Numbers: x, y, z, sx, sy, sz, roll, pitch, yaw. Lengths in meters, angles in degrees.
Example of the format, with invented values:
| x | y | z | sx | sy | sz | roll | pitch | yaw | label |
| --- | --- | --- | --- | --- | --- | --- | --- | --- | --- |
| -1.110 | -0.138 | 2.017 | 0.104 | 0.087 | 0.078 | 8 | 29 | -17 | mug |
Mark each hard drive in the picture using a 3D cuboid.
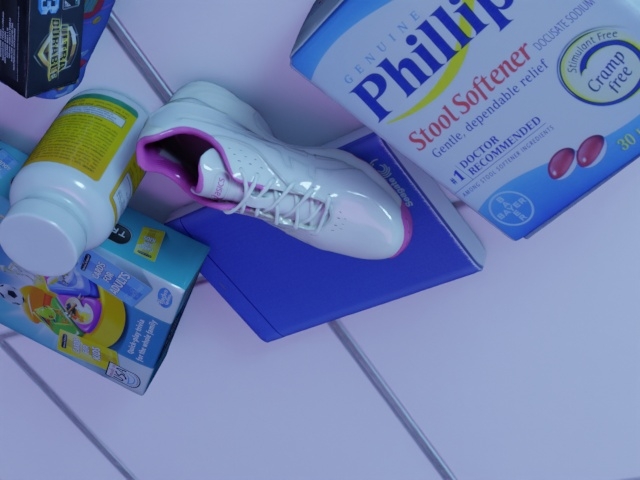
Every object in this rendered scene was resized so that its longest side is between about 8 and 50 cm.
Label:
| x | y | z | sx | sy | sz | roll | pitch | yaw | label |
| --- | --- | --- | --- | --- | --- | --- | --- | --- | --- |
| 0.000 | 0.000 | 1.382 | 0.318 | 0.040 | 0.210 | -21 | 121 | 34 | hard drive |

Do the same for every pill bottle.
| x | y | z | sx | sy | sz | roll | pitch | yaw | label |
| --- | --- | --- | --- | --- | --- | --- | --- | --- | --- |
| -0.264 | -0.061 | 1.299 | 0.117 | 0.208 | 0.117 | 10 | 134 | 10 | pill bottle |

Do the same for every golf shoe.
| x | y | z | sx | sy | sz | roll | pitch | yaw | label |
| --- | --- | --- | --- | --- | --- | --- | --- | --- | --- |
| -0.055 | -0.052 | 1.241 | 0.306 | 0.140 | 0.115 | 27 | 122 | 13 | golf shoe |

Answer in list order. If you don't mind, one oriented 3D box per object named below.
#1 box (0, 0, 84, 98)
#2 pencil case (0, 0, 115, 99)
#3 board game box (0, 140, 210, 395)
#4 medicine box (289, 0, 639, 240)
| x | y | z | sx | sy | sz | roll | pitch | yaw | label |
| --- | --- | --- | --- | --- | --- | --- | --- | --- | --- |
| -0.324 | -0.320 | 1.069 | 0.293 | 0.073 | 0.295 | 34 | 131 | 29 | box |
| -0.249 | -0.275 | 1.163 | 0.119 | 0.133 | 0.306 | -7 | 149 | -35 | pencil case |
| -0.327 | 0.029 | 1.466 | 0.336 | 0.079 | 0.254 | 27 | 139 | 0 | board game box |
| 0.169 | -0.186 | 1.076 | 0.289 | 0.149 | 0.263 | 36 | 133 | -15 | medicine box |
